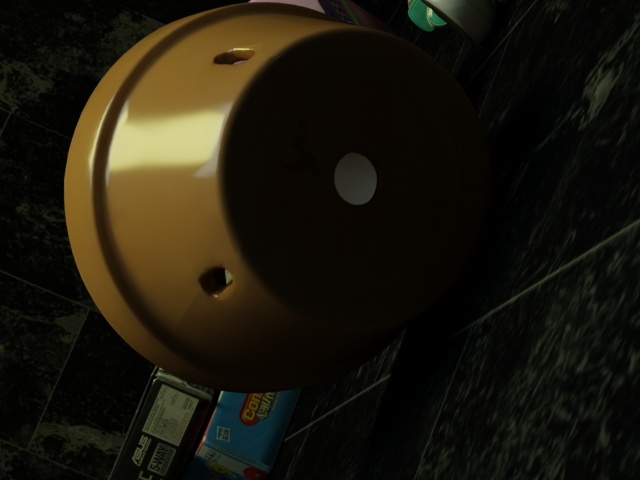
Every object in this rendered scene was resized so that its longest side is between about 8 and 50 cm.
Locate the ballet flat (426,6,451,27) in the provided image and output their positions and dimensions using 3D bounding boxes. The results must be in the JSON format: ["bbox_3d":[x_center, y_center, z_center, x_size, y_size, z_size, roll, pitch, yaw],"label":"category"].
[{"bbox_3d":[0.169,-0.296,1.789,0.052,0.057,0.168,1,-61,-62],"label":"ballet flat"}]

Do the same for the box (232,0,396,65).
[{"bbox_3d":[-0.031,-0.125,1.607,0.213,0.117,0.243,-36,-17,16],"label":"box"}]

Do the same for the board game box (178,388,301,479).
[{"bbox_3d":[-0.086,0.188,2.063,0.302,0.086,0.308,120,172,-57],"label":"board game box"}]

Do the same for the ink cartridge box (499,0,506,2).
[{"bbox_3d":[0.137,-0.342,1.579,0.219,0.160,0.092,-70,5,-48],"label":"ink cartridge box"}]

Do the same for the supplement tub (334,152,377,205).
[{"bbox_3d":[0.000,0.000,1.560,0.199,0.144,0.144,118,174,-58],"label":"supplement tub"}]

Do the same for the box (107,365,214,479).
[{"bbox_3d":[-0.209,0.274,2.015,0.242,0.076,0.307,-85,19,-78],"label":"box"}]

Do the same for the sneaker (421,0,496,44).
[{"bbox_3d":[0.132,-0.288,1.651,0.123,0.106,0.290,-45,25,14],"label":"sneaker"}]

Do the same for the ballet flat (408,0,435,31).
[{"bbox_3d":[0.146,-0.299,1.922,0.067,0.073,0.206,-53,4,-13],"label":"ballet flat"}]

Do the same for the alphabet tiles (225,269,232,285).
[{"bbox_3d":[-0.044,0.017,1.956,0.198,0.009,0.237,-49,21,17],"label":"alphabet tiles"}]

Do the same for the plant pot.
[{"bbox_3d":[-0.013,-0.034,1.187,0.203,0.291,0.291,-5,60,66],"label":"plant pot"}]
